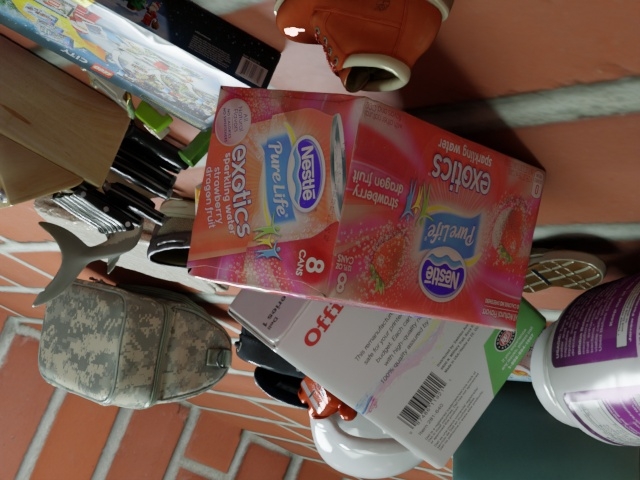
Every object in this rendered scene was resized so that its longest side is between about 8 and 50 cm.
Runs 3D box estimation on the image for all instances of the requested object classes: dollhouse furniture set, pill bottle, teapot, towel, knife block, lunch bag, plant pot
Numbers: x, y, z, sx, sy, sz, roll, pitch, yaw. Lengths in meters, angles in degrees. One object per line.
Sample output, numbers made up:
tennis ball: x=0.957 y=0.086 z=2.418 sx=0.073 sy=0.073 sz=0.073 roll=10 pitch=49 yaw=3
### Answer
dollhouse furniture set: x=-0.170 y=-0.146 z=1.240 sx=0.151 sy=0.058 sz=0.076 roll=40 pitch=173 yaw=7
pill bottle: x=0.325 y=0.114 z=1.181 sx=0.169 sy=0.169 sz=0.301 roll=25 pitch=164 yaw=-11
teapot: x=0.112 y=0.224 z=1.701 sx=0.187 sy=0.256 sz=0.252 roll=6 pitch=150 yaw=29
towel: x=-0.280 y=0.002 z=1.829 sx=0.282 sy=0.049 sz=0.187 roll=15 pitch=161 yaw=27
knife block: x=-0.271 y=-0.131 z=1.352 sx=0.088 sy=0.242 sz=0.276 roll=-6 pitch=104 yaw=56
lunch bag: x=-0.336 y=0.186 z=2.210 sx=0.256 sy=0.213 sz=0.305 roll=13 pitch=176 yaw=-40
plant pot: x=0.339 y=0.320 z=1.662 sx=0.235 sy=0.293 sz=0.293 roll=-6 pitch=153 yaw=26

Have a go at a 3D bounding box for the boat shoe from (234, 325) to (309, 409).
boat shoe: x=-0.024 y=0.191 z=1.921 sx=0.186 sy=0.156 sz=0.500 roll=15 pitch=164 yaw=17

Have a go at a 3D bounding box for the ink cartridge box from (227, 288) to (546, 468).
ink cartridge box: x=0.073 y=0.078 z=1.261 sx=0.278 sy=0.201 sz=0.117 roll=40 pitch=175 yaw=-35

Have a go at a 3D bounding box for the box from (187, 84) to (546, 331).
box: x=0.048 y=-0.018 z=0.997 sx=0.142 sy=0.154 sz=0.300 roll=10 pitch=177 yaw=37

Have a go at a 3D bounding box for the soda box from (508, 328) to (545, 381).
soda box: x=0.231 y=0.145 z=1.594 sx=0.058 sy=0.063 sz=0.183 roll=30 pitch=163 yaw=-25

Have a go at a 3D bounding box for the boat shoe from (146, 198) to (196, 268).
boat shoe: x=-0.104 y=0.014 z=1.548 sx=0.285 sy=0.092 sz=0.103 roll=11 pitch=161 yaw=32

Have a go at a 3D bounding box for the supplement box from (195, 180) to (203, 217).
supplement box: x=-0.116 y=-0.020 z=1.457 sx=0.062 sy=0.036 sz=0.098 roll=14 pitch=121 yaw=22

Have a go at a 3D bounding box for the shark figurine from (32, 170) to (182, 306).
shark figurine: x=-0.265 y=0.000 z=1.501 sx=0.166 sy=0.116 sz=0.278 roll=14 pitch=-154 yaw=-12

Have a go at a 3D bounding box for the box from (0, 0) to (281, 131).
box: x=-0.170 y=-0.183 z=1.077 sx=0.233 sy=0.044 sz=0.159 roll=27 pitch=163 yaw=-19

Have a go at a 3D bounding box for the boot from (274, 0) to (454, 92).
boot: x=0.016 y=-0.148 z=0.881 sx=0.158 sy=0.085 sz=0.059 roll=8 pitch=161 yaw=45

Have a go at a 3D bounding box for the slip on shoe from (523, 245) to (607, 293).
slip on shoe: x=0.241 y=0.024 z=1.225 sx=0.051 sy=0.041 sz=0.135 roll=41 pitch=157 yaw=-13

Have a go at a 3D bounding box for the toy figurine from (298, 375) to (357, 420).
toy figurine: x=0.090 y=0.130 z=1.478 sx=0.209 sy=0.213 sz=0.148 roll=20 pitch=148 yaw=-7
